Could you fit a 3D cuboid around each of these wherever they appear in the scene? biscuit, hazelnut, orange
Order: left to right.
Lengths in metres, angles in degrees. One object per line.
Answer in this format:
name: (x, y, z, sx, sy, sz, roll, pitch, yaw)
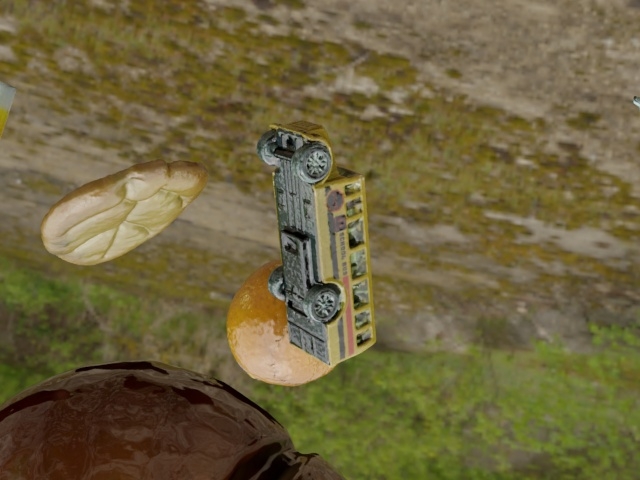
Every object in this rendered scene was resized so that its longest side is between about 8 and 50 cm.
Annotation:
biscuit: (-0.237, -0.028, 1.220, 0.203, 0.041, 0.260, -20, 166, -34)
hazelnut: (-0.111, 0.285, 0.733, 0.359, 0.359, 0.409, 6, 146, 23)
orange: (-0.046, 0.130, 1.643, 0.219, 0.219, 0.193, 18, -151, -38)

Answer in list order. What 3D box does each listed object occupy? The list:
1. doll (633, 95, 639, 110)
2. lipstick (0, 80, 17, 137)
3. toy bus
doll: (0.450, -0.142, 1.201, 0.159, 0.059, 0.158, 18, -179, 30)
lipstick: (-0.328, -0.015, 0.866, 0.059, 0.264, 0.059, 19, 179, 1)
toy bus: (0.000, 0.000, 1.416, 0.123, 0.336, 0.121, -17, -157, -30)
